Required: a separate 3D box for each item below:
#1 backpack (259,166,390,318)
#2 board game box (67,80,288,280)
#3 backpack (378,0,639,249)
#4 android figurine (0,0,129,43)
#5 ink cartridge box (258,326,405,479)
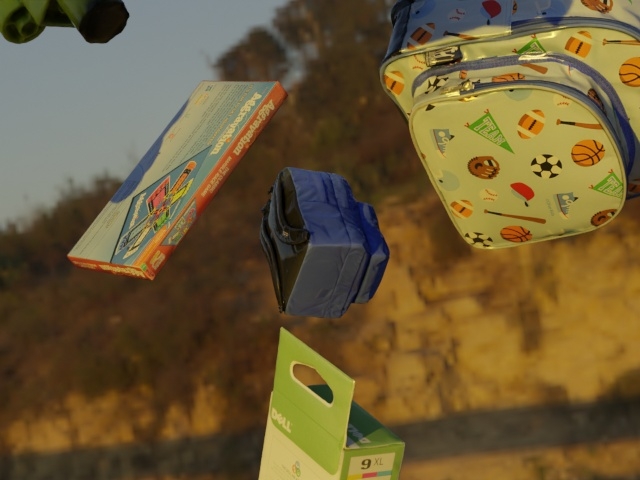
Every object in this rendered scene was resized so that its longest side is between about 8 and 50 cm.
[{"bbox_3d":[0.000,0.000,1.456,0.101,0.120,0.098,7,-52,-26],"label":"backpack"},{"bbox_3d":[-0.163,-0.075,1.905,0.145,0.027,0.281,6,54,49],"label":"board game box"},{"bbox_3d":[0.209,-0.131,1.535,0.263,0.213,0.276,-16,-46,19],"label":"backpack"},{"bbox_3d":[-0.217,-0.285,1.309,0.056,0.273,0.248,-5,-43,-41],"label":"android figurine"},{"bbox_3d":[0.006,0.180,1.300,0.062,0.209,0.109,-4,23,-32],"label":"ink cartridge box"}]
